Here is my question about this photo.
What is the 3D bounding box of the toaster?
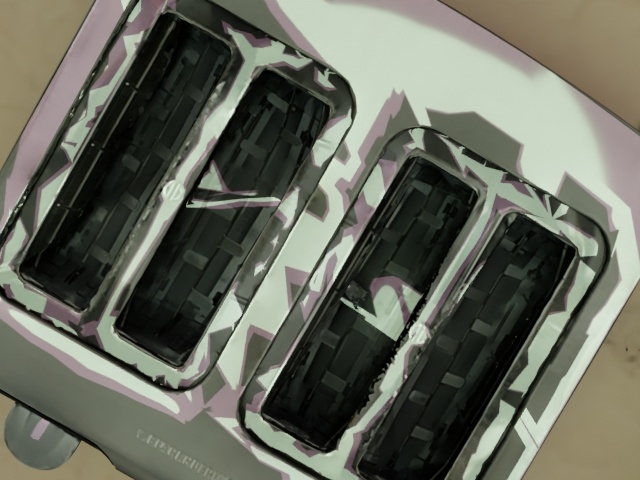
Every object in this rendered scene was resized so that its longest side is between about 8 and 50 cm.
[{"bbox_3d":[0.000,0.000,0.513,0.168,0.110,0.186,30,95,-1],"label":"toaster"}]
